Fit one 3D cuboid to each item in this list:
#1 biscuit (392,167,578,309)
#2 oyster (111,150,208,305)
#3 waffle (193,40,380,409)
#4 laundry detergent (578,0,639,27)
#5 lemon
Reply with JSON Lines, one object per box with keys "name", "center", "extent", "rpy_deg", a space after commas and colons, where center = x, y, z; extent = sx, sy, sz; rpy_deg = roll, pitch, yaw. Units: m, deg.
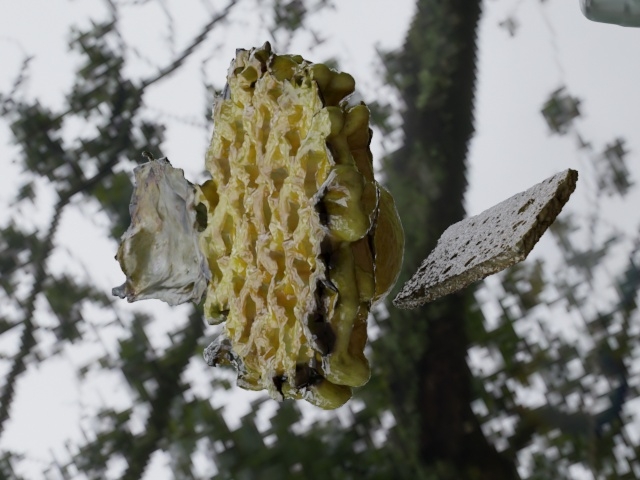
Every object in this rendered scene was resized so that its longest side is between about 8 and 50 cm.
{"name": "biscuit", "center": [0.168, 0.003, 1.698], "extent": [0.025, 0.231, 0.131], "rpy_deg": [46, -121, -11]}
{"name": "oyster", "center": [-0.190, -0.019, 2.359], "extent": [0.096, 0.361, 0.221], "rpy_deg": [0, -90, -31]}
{"name": "waffle", "center": [-0.041, -0.018, 1.766], "extent": [0.095, 0.382, 0.380], "rpy_deg": [-4, -79, -26]}
{"name": "laundry detergent", "center": [0.485, -0.325, 1.848], "extent": [0.264, 0.397, 0.125], "rpy_deg": [-83, -6, -47]}
{"name": "lemon", "center": [0.000, 0.000, 2.038], "extent": [0.204, 0.204, 0.260], "rpy_deg": [46, -161, -33]}
